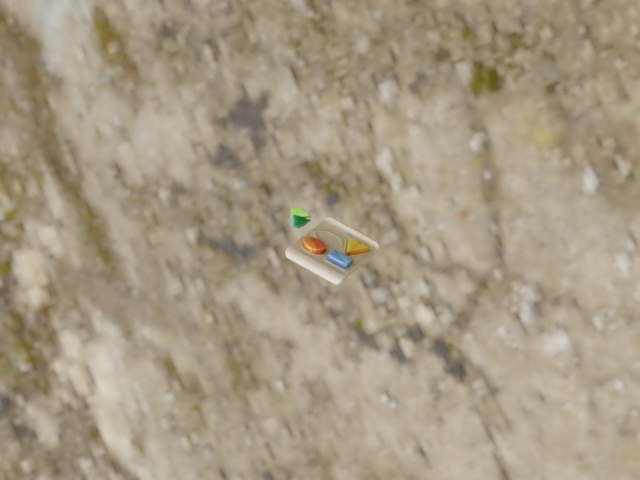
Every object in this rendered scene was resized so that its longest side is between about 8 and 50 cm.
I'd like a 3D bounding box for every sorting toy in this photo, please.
[{"bbox_3d":[0.000,0.000,1.397,0.083,0.062,0.012,29,136,22],"label":"sorting toy"}]
